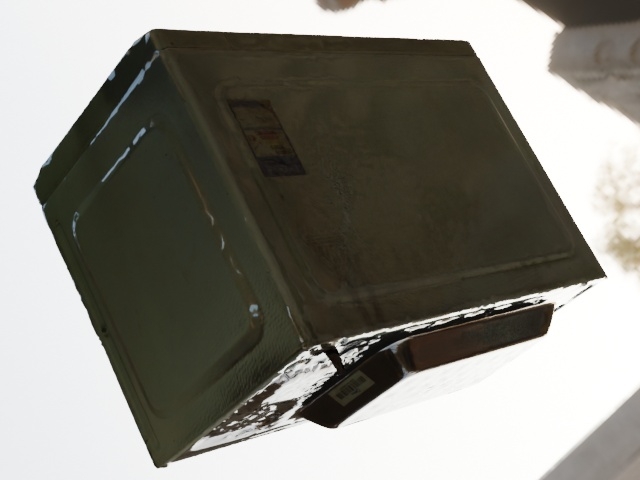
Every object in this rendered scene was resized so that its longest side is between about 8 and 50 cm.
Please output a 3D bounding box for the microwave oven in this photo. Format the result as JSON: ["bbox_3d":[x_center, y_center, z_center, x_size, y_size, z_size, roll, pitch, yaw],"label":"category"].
[{"bbox_3d":[0.000,0.000,0.538,0.205,0.129,0.163,-7,-115,-45],"label":"microwave oven"}]
